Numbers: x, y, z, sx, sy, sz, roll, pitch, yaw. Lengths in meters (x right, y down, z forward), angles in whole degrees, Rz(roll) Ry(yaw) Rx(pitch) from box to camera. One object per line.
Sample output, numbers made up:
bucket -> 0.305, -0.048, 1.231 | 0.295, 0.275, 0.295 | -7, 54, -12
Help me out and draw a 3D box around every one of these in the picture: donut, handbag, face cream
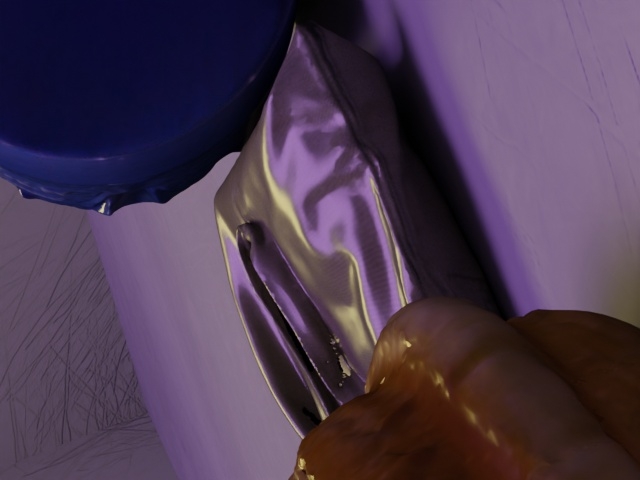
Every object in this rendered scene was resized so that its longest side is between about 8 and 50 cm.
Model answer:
donut -> 0.118, 0.233, 0.751 | 0.449, 0.198, 0.449 | 158, 90, -82
handbag -> 0.017, 0.033, 1.127 | 0.253, 0.109, 0.316 | 64, 163, 8
face cream -> -0.136, -0.148, 1.157 | 0.225, 0.249, 0.249 | 98, 151, -81
